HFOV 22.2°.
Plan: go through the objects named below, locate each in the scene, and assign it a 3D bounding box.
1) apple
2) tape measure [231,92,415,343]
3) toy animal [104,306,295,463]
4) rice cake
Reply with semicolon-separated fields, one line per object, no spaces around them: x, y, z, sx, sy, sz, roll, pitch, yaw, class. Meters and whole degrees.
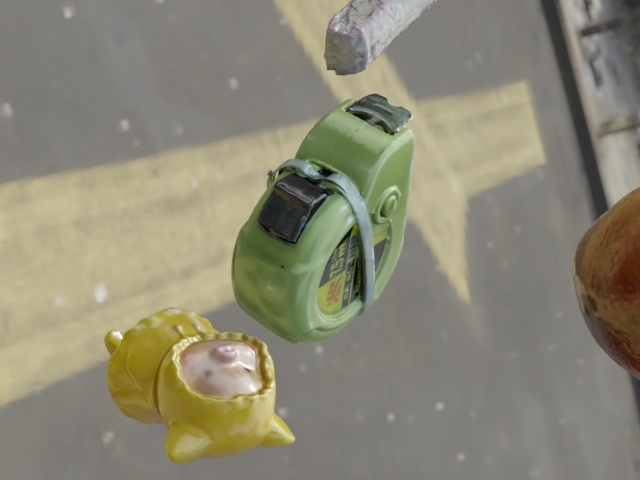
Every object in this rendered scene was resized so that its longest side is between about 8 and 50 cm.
0.295;0.040;1.325;0.173;0.160;0.195;56;-7;21;apple
0.000;0.000;1.216;0.154;0.087;0.177;-39;144;-37;tape measure
-0.140;0.151;1.718;0.230;0.156;0.156;36;-17;47;toy animal
0.071;-0.188;1.141;0.207;0.036;0.047;-47;139;-25;rice cake
